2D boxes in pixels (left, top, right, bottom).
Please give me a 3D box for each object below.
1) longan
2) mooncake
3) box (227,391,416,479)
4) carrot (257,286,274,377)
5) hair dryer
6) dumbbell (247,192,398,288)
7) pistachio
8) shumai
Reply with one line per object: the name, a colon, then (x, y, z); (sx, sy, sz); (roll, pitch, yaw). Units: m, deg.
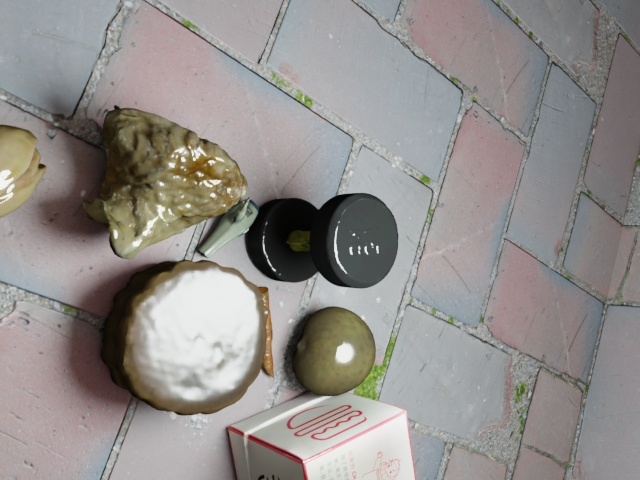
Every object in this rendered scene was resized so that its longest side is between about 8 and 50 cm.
longan: (0.035, 0.272, 1.604); (0.196, 0.197, 0.220); (41, 59, -30)
mooncake: (-0.278, 0.194, 1.371); (0.324, 0.187, 0.323); (1, 89, -35)
box: (0.012, 0.544, 1.520); (0.312, 0.300, 0.314); (-14, 99, -36)
carrot: (-0.137, 0.223, 1.568); (0.057, 0.057, 0.224); (-16, 106, -36)
hair dryer: (-0.203, -0.025, 1.439); (0.067, 0.199, 0.167); (42, 88, -3)
dumbbell: (0.000, 0.000, 1.491); (0.204, 0.323, 0.203); (0, 91, -38)
pistachio: (-0.615, -0.101, 1.132); (0.293, 0.181, 0.162); (-36, 148, -28)
shumai: (-0.307, -0.075, 1.292); (0.314, 0.267, 0.262); (23, 75, -29)
